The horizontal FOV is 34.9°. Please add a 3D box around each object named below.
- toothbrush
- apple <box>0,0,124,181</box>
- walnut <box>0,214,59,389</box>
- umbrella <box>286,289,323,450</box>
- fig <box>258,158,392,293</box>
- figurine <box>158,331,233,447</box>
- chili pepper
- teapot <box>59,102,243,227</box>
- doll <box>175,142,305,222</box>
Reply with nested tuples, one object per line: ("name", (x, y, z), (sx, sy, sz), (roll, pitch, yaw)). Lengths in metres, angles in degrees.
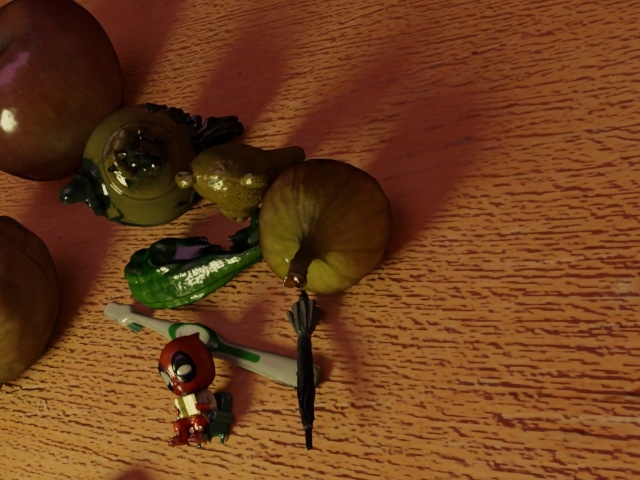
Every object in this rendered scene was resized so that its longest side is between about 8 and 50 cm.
("toothbrush", (-0.150, 0.126, 1.280), (0.418, 0.040, 0.042), (10, 65, 46))
("apple", (-0.458, -0.251, 1.679), (0.306, 0.235, 0.305), (-22, 50, 29))
("walnut", (-0.535, 0.103, 1.501), (0.296, 0.285, 0.285), (-12, 46, -8))
("umbrella", (-0.012, 0.120, 1.145), (0.269, 0.044, 0.044), (-99, 12, -45))
("fig", (0.009, 0.007, 1.119), (0.160, 0.143, 0.230), (-37, 32, 13))
("figurine", (-0.150, 0.176, 1.214), (0.068, 0.075, 0.140), (-22, 68, 33))
("chili pepper", (-0.155, 0.028, 1.324), (0.253, 0.083, 0.099), (-19, 43, 30))
("teapot", (-0.230, -0.111, 1.402), (0.270, 0.173, 0.182), (-23, 2, -5))
("doll", (-0.087, -0.074, 1.264), (0.137, 0.209, 0.097), (-5, 95, 20))
